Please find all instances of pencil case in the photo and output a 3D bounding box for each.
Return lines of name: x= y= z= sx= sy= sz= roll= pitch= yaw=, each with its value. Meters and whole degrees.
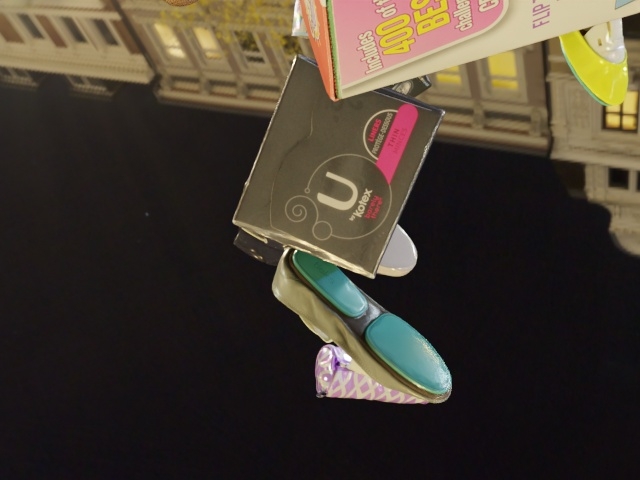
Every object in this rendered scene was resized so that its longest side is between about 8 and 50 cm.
pencil case: x=0.091 y=0.214 z=1.228 sx=0.206 sy=0.088 sz=0.086 roll=8 pitch=-124 yaw=-21

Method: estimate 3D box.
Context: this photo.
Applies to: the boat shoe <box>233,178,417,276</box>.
boat shoe: x=0.000 y=0.000 z=1.426 sx=0.340 sy=0.158 sz=0.127 roll=26 pitch=-130 yaw=-6

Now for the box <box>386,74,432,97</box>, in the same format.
box: x=0.113 y=-0.230 z=1.099 sx=0.067 sy=0.083 sz=0.018 roll=-31 pitch=-123 yaw=22

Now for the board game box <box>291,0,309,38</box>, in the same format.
board game box: x=0.008 y=-0.351 z=1.025 sx=0.103 sy=0.026 sz=0.154 roll=23 pitch=-72 yaw=54

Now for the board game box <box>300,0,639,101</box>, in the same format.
board game box: x=0.138 y=-0.187 z=0.297 sx=0.316 sy=0.242 sz=0.064 roll=-16 pitch=-113 yaw=-2

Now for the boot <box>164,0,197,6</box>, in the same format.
boot: x=-0.074 y=-0.322 z=0.798 sx=0.152 sy=0.073 sz=0.197 roll=-31 pitch=-165 yaw=43

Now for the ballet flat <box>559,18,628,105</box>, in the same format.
ballet flat: x=0.333 y=-0.281 z=0.965 sx=0.077 sy=0.077 sz=0.231 roll=-22 pitch=-100 yaw=-31

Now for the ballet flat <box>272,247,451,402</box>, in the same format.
ballet flat: x=0.037 y=0.091 z=0.756 sx=0.213 sy=0.068 sz=0.072 roll=42 pitch=-140 yaw=15

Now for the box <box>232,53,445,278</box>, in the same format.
box: x=0.021 y=-0.085 z=0.789 sx=0.143 sy=0.270 sz=0.165 roll=22 pitch=-79 yaw=-1
